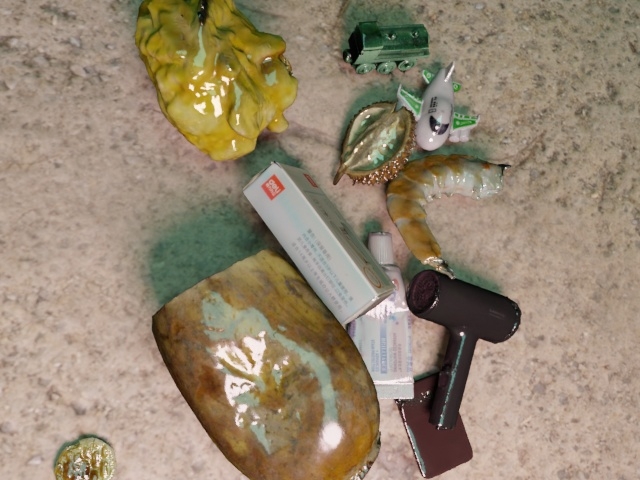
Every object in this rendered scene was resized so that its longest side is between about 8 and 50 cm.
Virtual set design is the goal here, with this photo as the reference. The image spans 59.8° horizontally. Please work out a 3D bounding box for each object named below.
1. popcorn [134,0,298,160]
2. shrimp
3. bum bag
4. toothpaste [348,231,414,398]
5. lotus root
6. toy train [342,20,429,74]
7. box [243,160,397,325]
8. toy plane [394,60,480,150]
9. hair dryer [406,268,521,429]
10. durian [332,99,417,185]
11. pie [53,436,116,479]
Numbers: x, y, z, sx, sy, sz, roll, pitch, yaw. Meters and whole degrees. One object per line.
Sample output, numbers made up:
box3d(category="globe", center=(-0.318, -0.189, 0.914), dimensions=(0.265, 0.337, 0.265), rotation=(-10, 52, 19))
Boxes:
box3d(category="popcorn", center=(-0.168, -0.267, 0.887), dimensions=(0.252, 0.215, 0.286), rotation=(-12, 80, -51))
box3d(category="shrimp", center=(0.207, -0.074, 0.987), dimensions=(0.185, 0.068, 0.287), rotation=(24, 49, 18))
box3d(category="bum bag", center=(0.195, 0.311, 0.946), dimensions=(0.109, 0.026, 0.159), rotation=(-16, 82, -20))
box3d(category="toothpaste", center=(0.099, 0.123, 0.946), dimensions=(0.099, 0.068, 0.283), rotation=(-5, 77, 28))
box3d(category="lotus root", center=(-0.060, 0.195, 0.788), dimensions=(0.250, 0.250, 0.346), rotation=(-37, 83, -21))
box3d(category="toy train", center=(0.129, -0.363, 1.045), dimensions=(0.170, 0.111, 0.071), rotation=(-10, 83, -17))
box3d(category="box", center=(0.000, 0.000, 0.878), dimensions=(0.079, 0.135, 0.269), rotation=(-40, 77, 16))
box3d(category="toy plane", center=(0.222, -0.253, 1.062), dimensions=(0.174, 0.080, 0.174), rotation=(3, 79, -15))
box3d(category="hair dryer", center=(0.226, 0.189, 0.928), dimensions=(0.197, 0.089, 0.251), rotation=(22, 74, -28))
box3d(category="durian", center=(0.099, -0.155, 0.994), dimensions=(0.188, 0.091, 0.148), rotation=(-40, 54, 1))
box3d(category="pie", center=(-0.334, 0.323, 0.794), dimensions=(0.084, 0.020, 0.084), rotation=(4, 76, -15))
